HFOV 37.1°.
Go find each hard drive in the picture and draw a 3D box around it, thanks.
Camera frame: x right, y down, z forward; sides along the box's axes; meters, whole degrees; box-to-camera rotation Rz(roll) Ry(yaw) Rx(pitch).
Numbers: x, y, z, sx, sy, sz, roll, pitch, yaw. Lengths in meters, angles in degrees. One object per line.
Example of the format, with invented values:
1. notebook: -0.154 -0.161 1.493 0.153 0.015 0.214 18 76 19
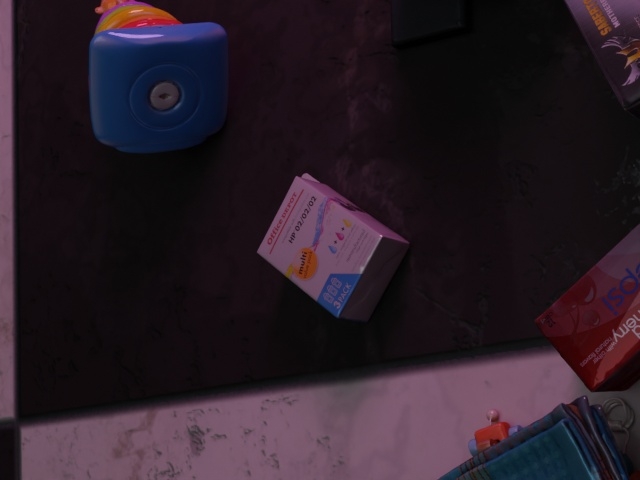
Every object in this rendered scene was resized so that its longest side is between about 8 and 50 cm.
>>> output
1. hard drive: 0.121 -0.287 1.059 0.094 0.022 0.135 -7 78 36

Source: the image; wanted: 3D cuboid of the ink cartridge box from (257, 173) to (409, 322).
1. ink cartridge box: 0.000 0.000 1.077 0.181 0.061 0.104 37 104 36

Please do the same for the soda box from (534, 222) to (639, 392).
1. soda box: 0.315 0.017 0.814 0.263 0.092 0.083 -48 58 21

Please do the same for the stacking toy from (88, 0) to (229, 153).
1. stacking toy: -0.245 -0.259 1.268 0.302 0.175 0.165 -124 32 -47

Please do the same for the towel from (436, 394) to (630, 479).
1. towel: 0.162 0.330 0.832 0.370 0.040 0.271 -48 54 47

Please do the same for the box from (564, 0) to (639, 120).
1. box: 0.268 -0.197 0.830 0.056 0.183 0.231 -33 65 28

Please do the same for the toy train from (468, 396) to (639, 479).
1. toy train: 0.213 0.208 0.889 0.166 0.046 0.125 -23 70 33
